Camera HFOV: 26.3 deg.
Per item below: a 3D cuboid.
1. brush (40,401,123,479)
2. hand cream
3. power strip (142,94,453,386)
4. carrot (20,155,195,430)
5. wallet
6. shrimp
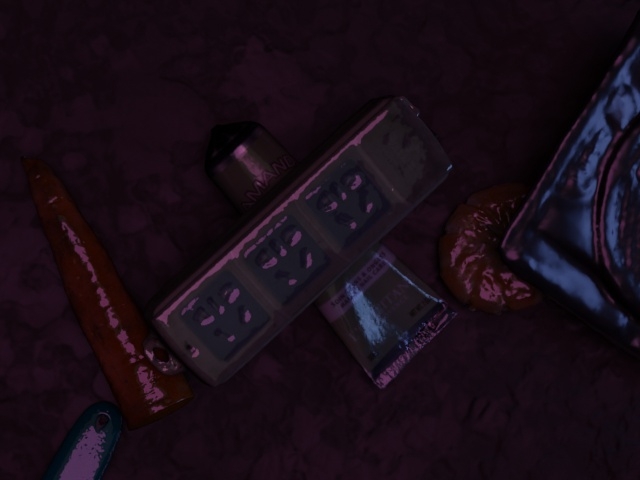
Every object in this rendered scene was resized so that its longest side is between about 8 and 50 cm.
[{"bbox_3d":[-0.201,0.209,1.019,0.043,0.032,0.193,27,73,-2],"label":"brush"},{"bbox_3d":[0.000,0.000,1.040,0.086,0.055,0.235,-43,97,-11],"label":"hand cream"},{"bbox_3d":[-0.017,0.000,0.987,0.272,0.052,0.078,-42,104,-9],"label":"power strip"},{"bbox_3d":[-0.166,0.032,1.016,0.057,0.057,0.224,-27,89,-8],"label":"carrot"},{"bbox_3d":[0.316,-0.008,1.067,0.323,0.041,0.247,33,86,-19],"label":"wallet"},{"bbox_3d":[0.176,-0.005,1.074,0.180,0.041,0.099,-21,77,-6],"label":"shrimp"}]
